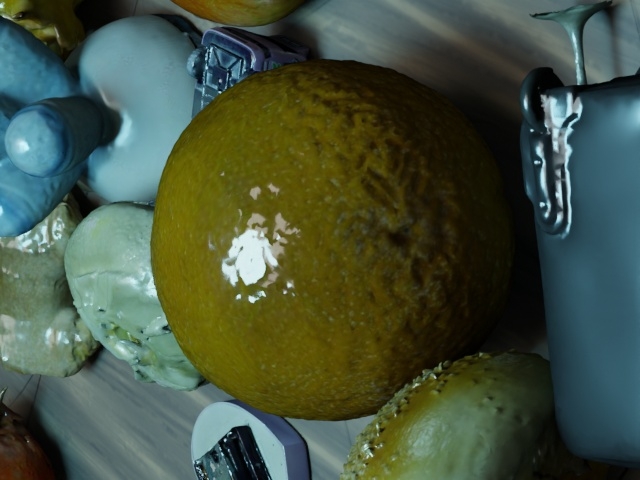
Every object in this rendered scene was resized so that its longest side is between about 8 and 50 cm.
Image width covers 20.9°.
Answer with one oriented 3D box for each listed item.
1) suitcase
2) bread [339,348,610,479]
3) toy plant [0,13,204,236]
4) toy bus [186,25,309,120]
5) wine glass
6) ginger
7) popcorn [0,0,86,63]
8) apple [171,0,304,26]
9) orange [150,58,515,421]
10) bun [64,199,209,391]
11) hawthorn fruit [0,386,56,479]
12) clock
[{"bbox_3d":[0.318,0.021,1.248,0.345,0.188,0.339,-2,93,50],"label":"suitcase"},{"bbox_3d":[0.127,0.180,1.419,0.171,0.314,0.192,30,111,29],"label":"bread"},{"bbox_3d":[-0.299,-0.127,1.886,0.247,0.332,0.247,15,110,50],"label":"toy plant"},{"bbox_3d":[-0.076,-0.118,1.785,0.096,0.108,0.199,30,121,40],"label":"toy bus"},{"bbox_3d":[0.229,-0.067,1.446,0.074,0.074,0.262,-8,91,52],"label":"wine glass"},{"bbox_3d":[-0.351,0.053,2.148,0.221,0.130,0.276,48,130,22],"label":"ginger"},{"bbox_3d":[-0.369,-0.279,2.058,0.190,0.191,0.254,-10,71,16],"label":"popcorn"},{"bbox_3d":[-0.102,-0.325,1.731,0.235,0.173,0.210,49,131,34],"label":"apple"},{"bbox_3d":[0.000,0.000,1.555,0.357,0.322,0.322,-10,88,61],"label":"orange"},{"bbox_3d":[-0.175,0.067,1.854,0.239,0.141,0.239,26,148,18],"label":"bun"},{"bbox_3d":[-0.455,0.319,2.226,0.276,0.276,0.307,37,105,42],"label":"hawthorn fruit"},{"bbox_3d":[-0.080,0.261,1.886,0.172,0.064,0.198,-46,62,46],"label":"clock"}]
